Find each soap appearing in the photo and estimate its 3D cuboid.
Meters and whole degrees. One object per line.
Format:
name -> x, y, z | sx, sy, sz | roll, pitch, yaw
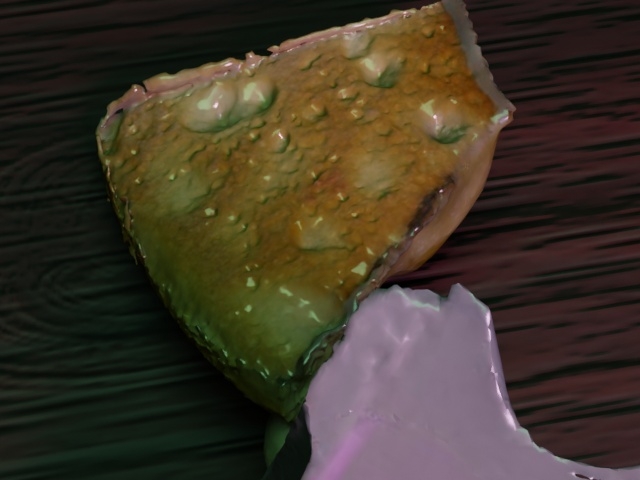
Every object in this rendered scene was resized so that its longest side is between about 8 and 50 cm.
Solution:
soap -> -0.003, 0.190, 0.594 | 0.159, 0.302, 0.258 | 32, 63, 5

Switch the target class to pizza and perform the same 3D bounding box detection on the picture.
pizza -> 0.006, -0.007, 0.817 | 0.188, 0.080, 0.204 | -21, 50, 0

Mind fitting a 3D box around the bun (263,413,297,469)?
bun -> 0.017, 0.093, 0.781 | 0.086, 0.055, 0.086 | 2, 46, -2
